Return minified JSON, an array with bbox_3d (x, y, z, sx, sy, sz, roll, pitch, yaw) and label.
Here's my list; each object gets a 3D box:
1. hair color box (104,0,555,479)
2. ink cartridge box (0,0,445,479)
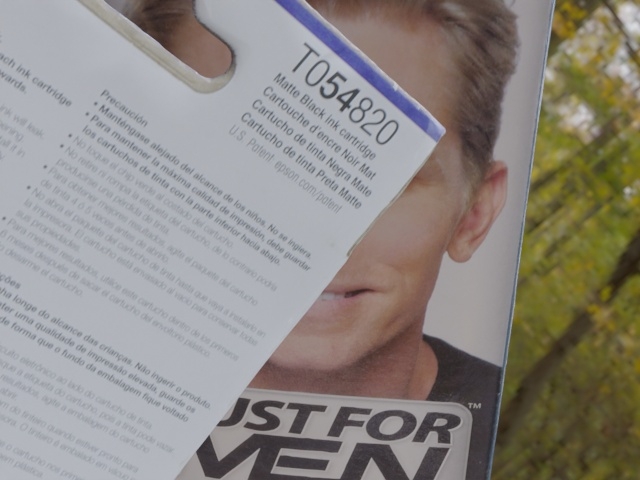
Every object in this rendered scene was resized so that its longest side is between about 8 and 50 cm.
[{"bbox_3d":[0.000,0.000,0.620,0.105,0.174,0.347,-81,174,-56],"label":"hair color box"},{"bbox_3d":[-0.103,-0.004,0.382,0.223,0.224,0.045,37,4,-41],"label":"ink cartridge box"}]
